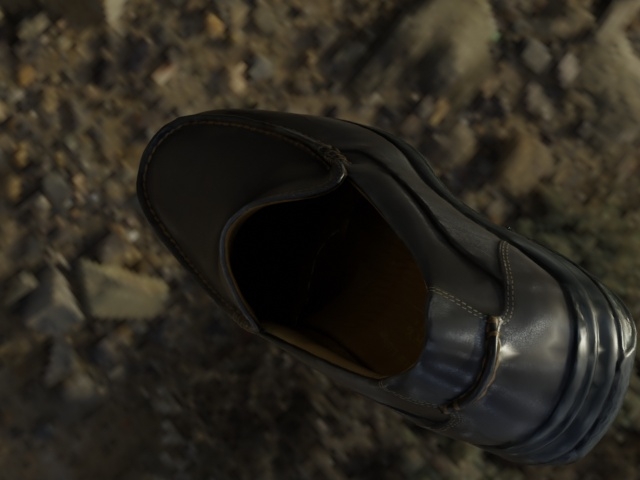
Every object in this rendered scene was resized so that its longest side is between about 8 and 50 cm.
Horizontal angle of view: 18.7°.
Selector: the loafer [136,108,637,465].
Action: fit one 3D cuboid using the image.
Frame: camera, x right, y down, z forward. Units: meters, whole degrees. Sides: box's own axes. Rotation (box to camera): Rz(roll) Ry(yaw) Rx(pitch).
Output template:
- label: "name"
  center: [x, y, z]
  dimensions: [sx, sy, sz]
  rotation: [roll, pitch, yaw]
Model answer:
- label: "loafer"
  center: [0.000, 0.000, 0.481]
  dimensions: [0.061, 0.170, 0.062]
  rotation: [17, 95, -43]
